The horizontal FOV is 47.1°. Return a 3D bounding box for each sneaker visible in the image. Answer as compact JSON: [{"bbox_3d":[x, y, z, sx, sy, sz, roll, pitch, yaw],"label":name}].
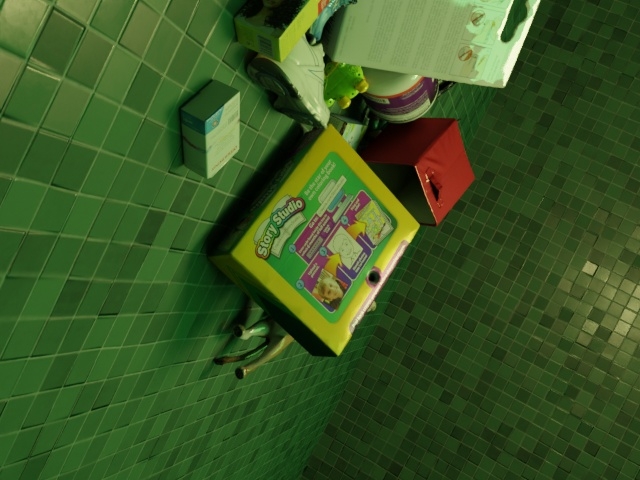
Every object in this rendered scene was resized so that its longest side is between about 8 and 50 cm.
[{"bbox_3d":[0.027,-0.414,1.267,0.162,0.073,0.063,-60,-161,29],"label":"sneaker"},{"bbox_3d":[-0.029,-0.288,1.300,0.297,0.111,0.129,49,64,-75],"label":"sneaker"}]

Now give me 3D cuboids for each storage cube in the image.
[{"bbox_3d":[0.232,-0.170,1.775,0.193,0.215,0.184,-48,128,-30],"label":"storage cube"}]

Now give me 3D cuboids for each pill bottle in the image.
[{"bbox_3d":[0.167,-0.372,1.642,0.182,0.181,0.323,-63,165,1],"label":"pill bottle"}]

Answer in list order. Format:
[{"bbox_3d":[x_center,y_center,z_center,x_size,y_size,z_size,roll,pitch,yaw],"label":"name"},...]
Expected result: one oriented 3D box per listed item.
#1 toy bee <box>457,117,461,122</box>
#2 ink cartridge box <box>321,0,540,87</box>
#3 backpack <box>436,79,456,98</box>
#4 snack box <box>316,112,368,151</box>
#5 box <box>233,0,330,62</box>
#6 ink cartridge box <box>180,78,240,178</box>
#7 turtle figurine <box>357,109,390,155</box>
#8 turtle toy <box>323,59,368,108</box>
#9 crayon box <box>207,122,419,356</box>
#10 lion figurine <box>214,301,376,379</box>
[{"bbox_3d":[0.214,-0.304,2.041,0.298,0.162,0.195,-39,-173,-28],"label":"toy bee"},{"bbox_3d":[0.222,-0.465,1.373,0.091,0.384,0.308,-116,-144,-52],"label":"ink cartridge box"},{"bbox_3d":[0.284,-0.424,1.909,0.182,0.115,0.152,-36,180,-8],"label":"backpack"},{"bbox_3d":[0.020,-0.185,1.688,0.207,0.070,0.174,-67,165,13],"label":"snack box"},{"bbox_3d":[-0.034,-0.387,1.144,0.232,0.087,0.058,-57,164,-23],"label":"box"},{"bbox_3d":[-0.169,-0.170,1.134,0.088,0.052,0.122,-51,159,-36],"label":"ink cartridge box"},{"bbox_3d":[0.141,-0.252,1.889,0.175,0.118,0.234,13,102,-40],"label":"turtle figurine"},{"bbox_3d":[0.036,-0.317,1.484,0.130,0.095,0.066,-39,-172,26],"label":"turtle toy"},{"bbox_3d":[0.000,0.000,1.507,0.106,0.313,0.363,-12,-142,56],"label":"crayon box"},{"bbox_3d":[-0.059,0.177,1.704,0.392,0.142,0.240,-31,176,34],"label":"lion figurine"}]
